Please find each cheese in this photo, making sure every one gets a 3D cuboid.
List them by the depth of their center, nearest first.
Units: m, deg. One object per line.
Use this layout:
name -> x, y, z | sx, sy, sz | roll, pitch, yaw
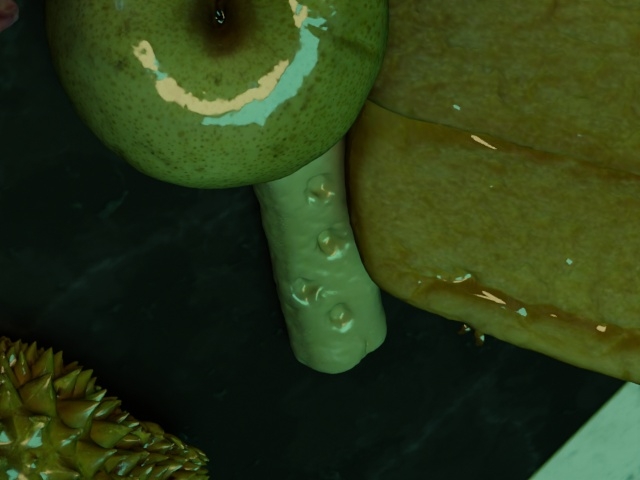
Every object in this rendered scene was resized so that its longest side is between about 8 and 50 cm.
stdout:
cheese -> 0.000, 0.000, 1.141 | 0.065, 0.043, 0.194 | -25, 133, -13

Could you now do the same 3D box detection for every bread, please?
bread -> 0.186, -0.074, 1.037 | 0.337, 0.148, 0.328 | 15, 134, 8

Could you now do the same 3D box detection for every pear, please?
pear -> -0.048, -0.105, 0.938 | 0.167, 0.167, 0.136 | -31, 173, -1

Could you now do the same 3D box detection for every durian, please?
durian -> -0.163, 0.166, 1.140 | 0.183, 0.138, 0.250 | -46, 140, 3

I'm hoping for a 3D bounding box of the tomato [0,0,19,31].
tomato -> -0.227, -0.181, 0.776 | 0.289, 0.176, 0.334 | -44, 153, -39
